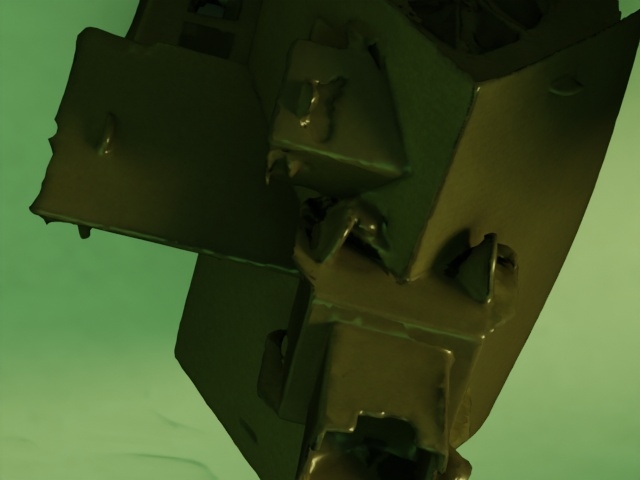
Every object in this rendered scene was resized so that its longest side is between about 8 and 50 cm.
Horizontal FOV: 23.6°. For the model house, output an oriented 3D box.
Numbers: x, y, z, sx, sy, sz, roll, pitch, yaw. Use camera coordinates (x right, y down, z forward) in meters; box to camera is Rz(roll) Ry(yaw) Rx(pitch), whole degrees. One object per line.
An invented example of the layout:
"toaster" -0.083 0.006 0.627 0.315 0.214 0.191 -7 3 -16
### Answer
"model house" 0.000 0.000 0.554 0.204 0.243 0.211 13 125 -4
